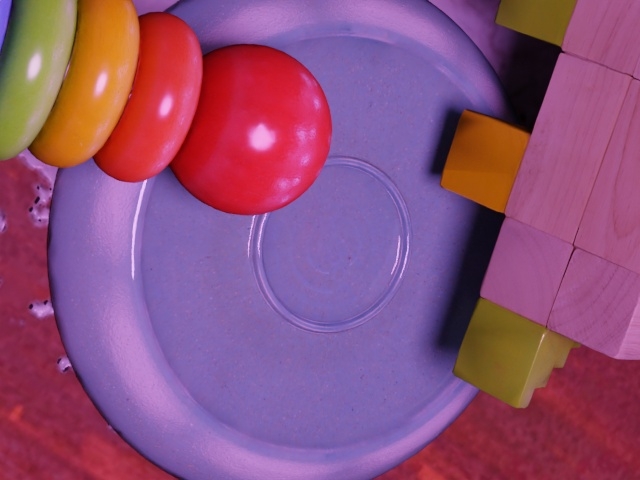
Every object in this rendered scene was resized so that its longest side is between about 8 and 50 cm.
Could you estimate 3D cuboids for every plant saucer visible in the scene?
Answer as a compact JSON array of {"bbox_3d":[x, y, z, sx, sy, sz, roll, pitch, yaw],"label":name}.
[{"bbox_3d":[0.000,0.000,1.130,0.318,0.044,0.317,-4,99,-28],"label":"plant saucer"}]

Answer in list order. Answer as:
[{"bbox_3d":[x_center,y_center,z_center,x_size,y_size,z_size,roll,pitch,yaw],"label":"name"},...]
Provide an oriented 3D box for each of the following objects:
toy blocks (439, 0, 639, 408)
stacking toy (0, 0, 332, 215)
[{"bbox_3d":[0.243,-0.080,1.144,0.261,0.191,0.381,4,107,-53],"label":"toy blocks"},{"bbox_3d":[-0.142,-0.091,0.966,0.330,0.141,0.141,16,91,-23],"label":"stacking toy"}]
